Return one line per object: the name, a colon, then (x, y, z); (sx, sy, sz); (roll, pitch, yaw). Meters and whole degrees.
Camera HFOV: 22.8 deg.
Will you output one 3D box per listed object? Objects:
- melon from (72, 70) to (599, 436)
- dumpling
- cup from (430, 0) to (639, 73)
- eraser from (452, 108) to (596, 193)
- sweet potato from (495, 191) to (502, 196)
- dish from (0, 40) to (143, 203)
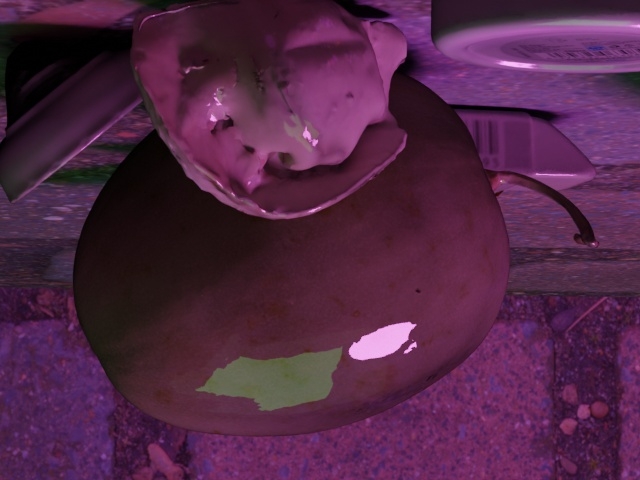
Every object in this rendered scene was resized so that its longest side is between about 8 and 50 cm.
melon: (-0.014, 0.006, 1.083); (0.308, 0.271, 0.272); (-24, -175, -29)
dumpling: (-0.021, -0.081, 0.917); (0.199, 0.136, 0.118); (-8, 172, -34)
cup: (0.103, -0.125, 0.523); (0.136, 0.133, 0.099); (2, 176, -20)
eraser: (0.045, -0.074, 1.263); (0.352, 0.061, 0.089); (1, 174, -15)
sweet potato: (0.005, -0.031, 1.412); (0.359, 0.112, 0.112); (-16, 177, -14)
dish: (-0.172, -0.097, 1.035); (0.141, 0.078, 0.141); (-38, -171, 7)
